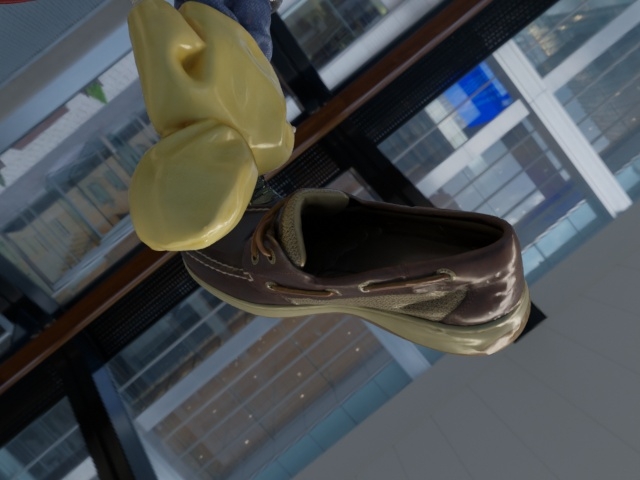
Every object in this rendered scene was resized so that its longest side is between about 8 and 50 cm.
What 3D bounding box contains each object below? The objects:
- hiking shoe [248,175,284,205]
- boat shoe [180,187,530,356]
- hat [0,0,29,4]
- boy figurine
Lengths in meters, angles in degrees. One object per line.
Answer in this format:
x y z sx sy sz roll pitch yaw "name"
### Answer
-0.174 -0.137 1.268 0.086 0.114 0.227 -33 -139 -27 "hiking shoe"
0.000 0.000 0.445 0.342 0.123 0.123 12 -125 32 "boat shoe"
-0.342 -0.178 0.465 0.183 0.209 0.172 -72 170 -70 "hat"
-0.080 -0.114 0.409 0.092 0.177 0.285 -16 -120 30 "boy figurine"
